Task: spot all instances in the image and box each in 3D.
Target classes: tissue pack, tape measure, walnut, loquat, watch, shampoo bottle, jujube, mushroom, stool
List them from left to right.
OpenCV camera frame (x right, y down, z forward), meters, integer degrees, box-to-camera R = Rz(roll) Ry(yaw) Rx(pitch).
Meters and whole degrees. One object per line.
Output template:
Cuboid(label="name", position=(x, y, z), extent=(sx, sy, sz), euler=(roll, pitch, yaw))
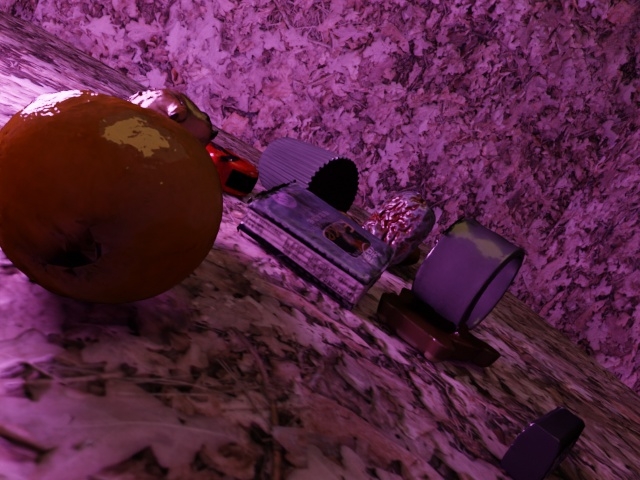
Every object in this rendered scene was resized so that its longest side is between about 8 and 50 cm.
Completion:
Cuboid(label="loquat", position=(-0.251, -0.052, 0.547), extent=(0.263, 0.263, 0.263), euler=(29, 12, -6))
Cuboid(label="mushroom", position=(-0.340, -0.178, 0.829), extent=(0.345, 0.260, 0.345), euler=(30, 11, -7))
Cuboid(label="tape measure", position=(-0.338, -0.254, 1.529), extent=(0.260, 0.114, 0.253), euler=(19, 17, -44))
Cuboid(label="stool", position=(-0.062, -0.249, 1.797), extent=(0.330, 0.297, 0.297), euler=(34, 11, 37))
Cuboid(label="tissue pack", position=(0.000, 0.000, 1.159), extent=(0.361, 0.122, 0.259), euler=(35, 29, 13))
Cuboid(label="jujube", position=(0.290, -0.044, 1.724), extent=(0.226, 0.317, 0.226), euler=(42, 10, -9))
Cuboid(label="walnut", position=(0.334, 0.041, 1.922), extent=(0.245, 0.137, 0.137), euler=(13, 19, -29))
Cuboid(label="watch", position=(0.352, 0.116, 1.129), extent=(0.314, 0.327, 0.335), euler=(37, 14, 32))
Cuboid(label="shampoo bottle", position=(0.423, 0.365, 0.819), extent=(0.071, 0.098, 0.309), euler=(33, 11, 39))

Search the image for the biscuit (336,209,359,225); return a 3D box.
Cuboid(label="biscuit", position=(0.075, -0.048, 1.669), extent=(0.192, 0.049, 0.192), euler=(25, -20, 10))

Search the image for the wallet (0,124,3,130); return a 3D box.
Cuboid(label="wallet", position=(-0.645, -0.212, 0.781), extent=(0.152, 0.039, 0.118), euler=(20, 17, -36))
